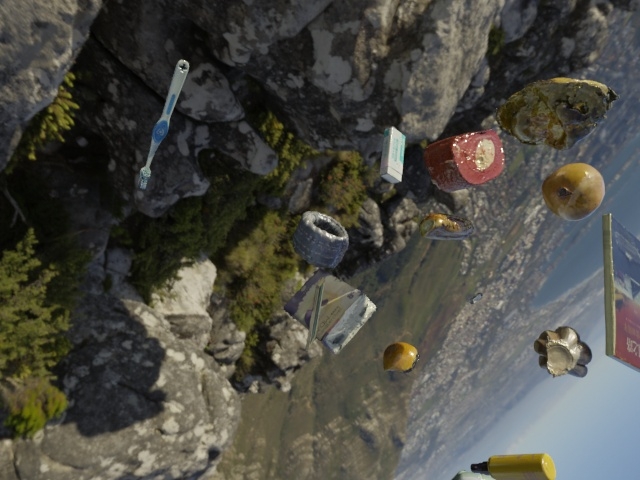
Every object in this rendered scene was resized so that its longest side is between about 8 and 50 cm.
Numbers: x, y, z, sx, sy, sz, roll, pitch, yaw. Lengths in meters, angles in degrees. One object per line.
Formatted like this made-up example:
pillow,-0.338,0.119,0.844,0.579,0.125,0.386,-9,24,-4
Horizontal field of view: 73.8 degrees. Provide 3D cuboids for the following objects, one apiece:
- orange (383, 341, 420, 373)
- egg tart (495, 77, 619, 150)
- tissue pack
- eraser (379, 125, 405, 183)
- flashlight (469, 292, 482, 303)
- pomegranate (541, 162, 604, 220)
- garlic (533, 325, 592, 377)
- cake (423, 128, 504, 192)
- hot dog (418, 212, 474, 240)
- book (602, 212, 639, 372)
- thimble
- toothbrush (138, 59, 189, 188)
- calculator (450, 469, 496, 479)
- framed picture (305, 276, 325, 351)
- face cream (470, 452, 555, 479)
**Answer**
orange,0.339,0.500,1.840,0.170,0.160,0.112,-26,113,-2
egg tart,0.604,-0.310,1.102,0.297,0.297,0.132,27,66,-56
tissue pack,0.028,0.266,1.672,0.242,0.344,0.125,-47,120,-11
eraser,0.308,-0.363,1.819,0.096,0.052,0.225,23,67,-39
flashlight,0.577,0.214,1.580,0.083,0.018,0.018,-19,95,-46
pomegranate,0.836,-0.159,1.409,0.191,0.191,0.191,-29,143,-24
garlic,0.623,0.297,1.116,0.127,0.131,0.194,-17,162,6
cake,0.490,-0.267,1.443,0.283,0.151,0.176,-18,96,-34
hot dog,0.360,-0.038,1.203,0.083,0.068,0.289,-33,160,31
book,0.809,0.145,1.114,0.263,0.028,0.373,25,66,-31
thimble,0.000,0.000,1.770,0.205,0.236,0.172,-12,131,-51
toothbrush,-0.438,-0.312,1.173,0.040,0.040,0.386,2,125,-49
calculator,0.353,0.664,1.052,0.246,0.141,0.045,-60,180,23
framed picture,-0.011,0.163,0.963,0.109,0.011,0.149,-29,128,-80
face cream,0.617,0.745,1.396,0.078,0.078,0.273,-8,163,-44
